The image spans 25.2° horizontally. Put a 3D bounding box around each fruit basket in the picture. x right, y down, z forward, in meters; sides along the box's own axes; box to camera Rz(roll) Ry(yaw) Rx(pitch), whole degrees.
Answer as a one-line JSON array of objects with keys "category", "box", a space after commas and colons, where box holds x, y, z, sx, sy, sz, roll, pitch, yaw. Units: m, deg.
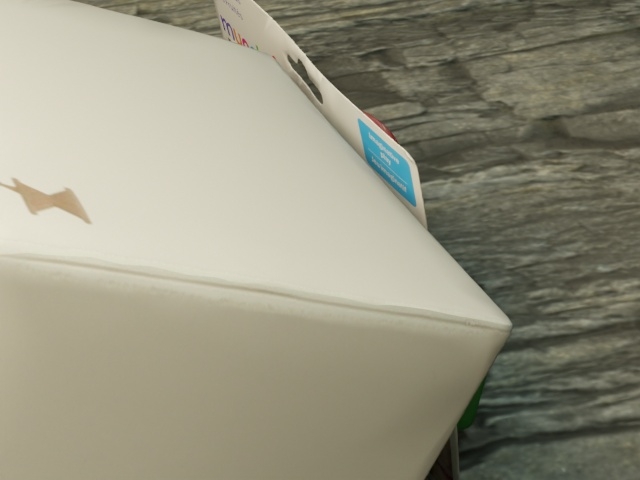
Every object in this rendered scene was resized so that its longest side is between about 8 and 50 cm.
[{"category": "fruit basket", "box": [0.000, 0.000, 1.085, 0.165, 0.353, 0.327, -30, 44, -11]}]

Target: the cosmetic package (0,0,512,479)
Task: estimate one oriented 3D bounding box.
[{"category": "cosmetic package", "box": [-0.170, 0.096, 0.848, 0.327, 0.394, 0.329, 10, 27, -37]}]
